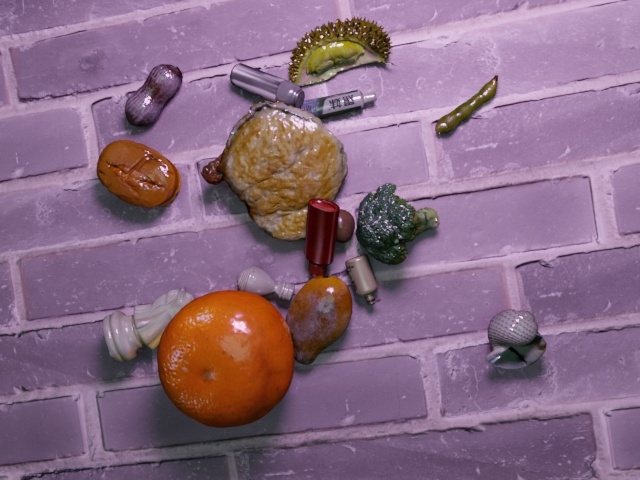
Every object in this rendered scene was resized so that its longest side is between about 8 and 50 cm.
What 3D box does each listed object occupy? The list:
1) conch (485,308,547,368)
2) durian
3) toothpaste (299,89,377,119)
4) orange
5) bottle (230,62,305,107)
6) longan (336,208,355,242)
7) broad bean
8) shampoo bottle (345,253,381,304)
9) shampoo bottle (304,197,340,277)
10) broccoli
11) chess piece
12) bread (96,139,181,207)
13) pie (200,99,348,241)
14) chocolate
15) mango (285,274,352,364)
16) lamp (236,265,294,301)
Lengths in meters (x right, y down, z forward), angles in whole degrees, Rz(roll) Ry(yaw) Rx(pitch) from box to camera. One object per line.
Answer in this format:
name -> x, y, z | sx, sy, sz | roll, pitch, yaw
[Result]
conch -> 0.589, 0.295, 1.494 | 0.172, 0.131, 0.200 | 30, 124, -21
durian -> 0.055, -0.612, 1.550 | 0.351, 0.158, 0.169 | -14, 125, 6
toothpaste -> -0.011, -0.427, 1.566 | 0.391, 0.061, 0.099 | -11, 86, 7
orange -> -0.280, 0.351, 1.478 | 0.423, 0.326, 0.425 | 3, 103, 12
bottle -> -0.168, -0.496, 1.554 | 0.253, 0.096, 0.080 | 26, 116, 18
longan -> 0.067, -0.045, 1.550 | 0.092, 0.113, 0.114 | -12, 90, 12
broad bean -> 0.466, -0.421, 1.527 | 0.256, 0.053, 0.052 | -40, 50, 4
shampoo bottle -> 0.139, 0.130, 1.556 | 0.079, 0.079, 0.162 | -19, 90, 6
shampoo bottle -> 0.000, 0.000, 1.510 | 0.102, 0.064, 0.261 | 18, 126, 17
broccoli -> 0.243, -0.054, 1.482 | 0.268, 0.269, 0.255 | -7, 96, 6
chess piece -> -0.547, 0.276, 1.604 | 0.297, 0.176, 0.176 | -22, 89, -7
bread -> -0.593, -0.216, 1.587 | 0.269, 0.142, 0.196 | 28, 94, 6
pie -> -0.113, -0.220, 1.530 | 0.418, 0.180, 0.395 | 38, 106, -7
chocolate -> -0.551, -0.478, 1.594 | 0.110, 0.110, 0.248 | 39, 97, 3
mango -> -0.013, 0.255, 1.548 | 0.192, 0.146, 0.317 | 27, 108, 5
lamp -> -0.180, 0.147, 1.578 | 0.192, 0.106, 0.106 | 16, 93, -3
